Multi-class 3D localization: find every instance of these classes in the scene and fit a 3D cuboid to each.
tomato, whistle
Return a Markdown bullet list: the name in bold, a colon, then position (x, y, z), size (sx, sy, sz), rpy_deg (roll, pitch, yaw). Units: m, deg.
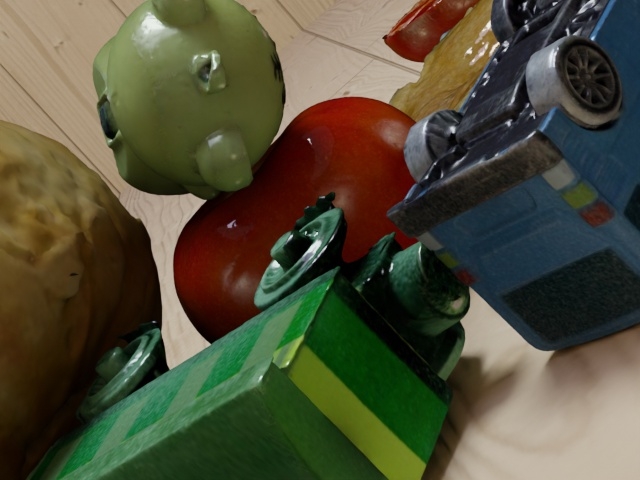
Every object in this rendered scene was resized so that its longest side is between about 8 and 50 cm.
- **tomato**: position (0.145, -0.233, 1.561), size (0.155, 0.069, 0.155), rpy_deg (-42, 8, 7)
- **tomato**: position (0.000, 0.000, 0.990), size (0.195, 0.136, 0.195), rpy_deg (-43, 9, 9)
- **whistle**: position (-0.086, -0.088, 0.967), size (0.106, 0.131, 0.288), rpy_deg (-16, 1, -11)

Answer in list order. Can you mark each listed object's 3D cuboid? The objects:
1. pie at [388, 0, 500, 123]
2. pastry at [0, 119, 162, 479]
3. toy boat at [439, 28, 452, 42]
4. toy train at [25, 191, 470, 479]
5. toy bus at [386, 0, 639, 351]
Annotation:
- **pie**: position (0.160, -0.153, 1.139), size (0.339, 0.083, 0.339), rpy_deg (-45, 10, 10)
- **pastry**: position (-0.269, 0.108, 0.970), size (0.409, 0.245, 0.409), rpy_deg (-59, -16, -28)
- **toy boat**: position (0.141, -0.174, 1.365), size (0.066, 0.059, 0.140), rpy_deg (-57, 13, -14)
- **toy train**: position (-0.048, 0.106, 0.805), size (0.301, 0.120, 0.202), rpy_deg (-33, 17, 37)
- **toy bus**: position (0.146, -0.070, 0.759), size (0.116, 0.133, 0.234), rpy_deg (-30, 21, 51)
